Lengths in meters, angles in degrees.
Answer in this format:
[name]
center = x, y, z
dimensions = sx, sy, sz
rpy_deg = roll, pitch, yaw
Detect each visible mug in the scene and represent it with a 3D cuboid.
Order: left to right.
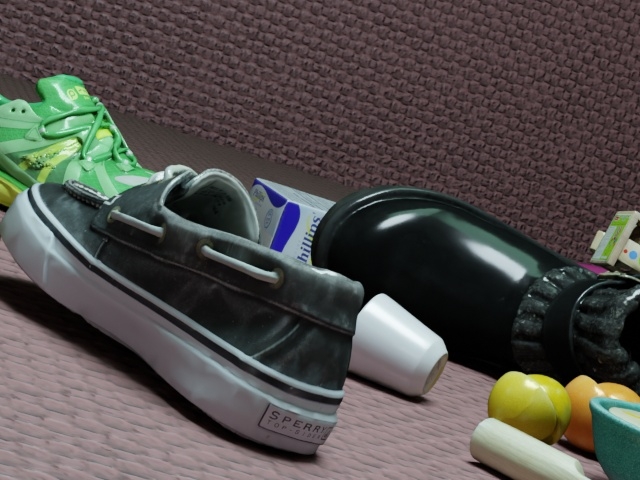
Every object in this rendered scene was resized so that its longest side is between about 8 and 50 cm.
[mug]
center = 0.059, 0.079, 1.308
dimensions = 0.064, 0.062, 0.078
rpy_deg = 29, 15, 19

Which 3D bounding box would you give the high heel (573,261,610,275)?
[high heel]
center = 0.367, 0.092, 1.802
dimensions = 0.377, 0.127, 0.181
rpy_deg = 18, 15, 25

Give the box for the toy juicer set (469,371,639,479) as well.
[toy juicer set]
center = 0.205, 0.124, 1.200
dimensions = 0.209, 0.089, 0.329
rpy_deg = 21, 6, 21

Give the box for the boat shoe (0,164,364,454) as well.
[boat shoe]
center = -0.077, 0.015, 1.105
dimensions = 0.121, 0.119, 0.335
rpy_deg = 24, 4, -43

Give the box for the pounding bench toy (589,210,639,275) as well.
[pounding bench toy]
center = 0.278, 0.013, 1.590
dimensions = 0.065, 0.052, 0.083
rpy_deg = 30, -4, -8

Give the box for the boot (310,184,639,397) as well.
[boot]
center = 0.178, 0.061, 1.501
dimensions = 0.348, 0.131, 0.260
rpy_deg = 18, 6, -15

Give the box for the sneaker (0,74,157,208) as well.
[sneaker]
center = -0.213, -0.074, 1.539
dimensions = 0.295, 0.123, 0.109
rpy_deg = 21, 6, 14

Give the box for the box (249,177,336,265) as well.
[box]
center = 0.000, 0.000, 1.798
dimensions = 0.137, 0.072, 0.126
rpy_deg = 18, 6, -19
